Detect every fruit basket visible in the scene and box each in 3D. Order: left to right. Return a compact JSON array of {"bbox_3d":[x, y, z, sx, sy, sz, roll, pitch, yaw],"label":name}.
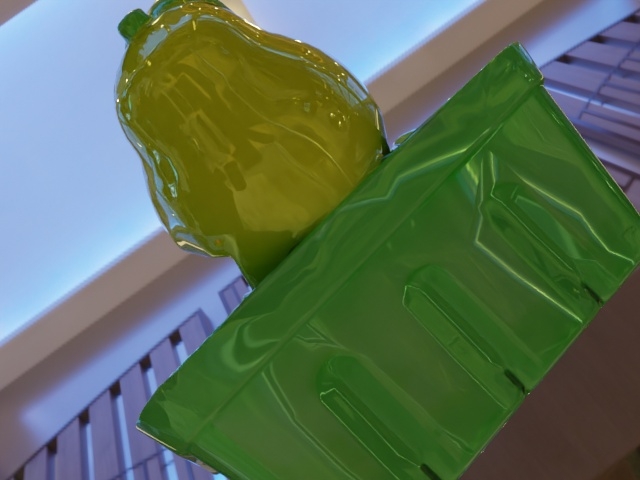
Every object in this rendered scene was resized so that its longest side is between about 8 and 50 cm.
[{"bbox_3d":[0.000,0.000,0.577,0.391,0.283,0.392,0,-110,-1],"label":"fruit basket"}]
